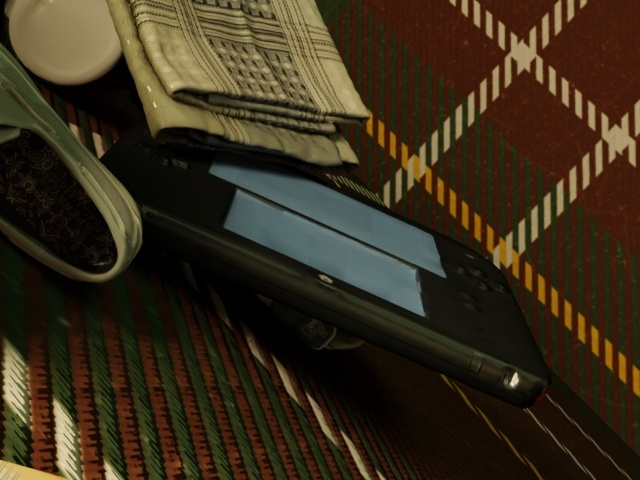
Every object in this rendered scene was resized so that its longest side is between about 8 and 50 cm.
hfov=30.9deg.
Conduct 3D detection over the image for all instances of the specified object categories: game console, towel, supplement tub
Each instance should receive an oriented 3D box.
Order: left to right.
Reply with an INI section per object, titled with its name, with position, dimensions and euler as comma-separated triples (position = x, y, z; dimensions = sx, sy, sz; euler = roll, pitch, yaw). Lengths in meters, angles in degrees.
[supplement tub]
position = -0.254, -0.232, 1.132
dimensions = 0.117, 0.117, 0.190
euler = 39, 10, -30
[towel]
position = -0.087, -0.219, 1.118
dimensions = 0.312, 0.056, 0.324
euler = 6, 59, -55
[game console]
position = 0.000, 0.000, 1.001
dimensions = 0.386, 0.060, 0.342
euler = 24, 10, -6

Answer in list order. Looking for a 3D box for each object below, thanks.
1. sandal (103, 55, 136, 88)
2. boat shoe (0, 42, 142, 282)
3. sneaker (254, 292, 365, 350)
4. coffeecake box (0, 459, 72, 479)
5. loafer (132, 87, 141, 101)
[sandal]
position = -0.243, -0.204, 1.346
dimensions = 0.067, 0.040, 0.179
euler = 47, -7, 4
[boat shoe]
position = -0.193, -0.062, 0.686
dimensions = 0.227, 0.079, 0.081
euler = 45, 3, -14
[sneaker]
position = 0.011, 0.069, 1.080
dimensions = 0.086, 0.064, 0.192
euler = 47, 14, 18
[coffeecake box]
position = -0.077, 0.130, 0.307
dimensions = 0.185, 0.068, 0.142
euler = 34, 11, -51
[loafer]
position = -0.186, -0.178, 1.418
dimensions = 0.056, 0.050, 0.148
euler = 44, 8, 3
